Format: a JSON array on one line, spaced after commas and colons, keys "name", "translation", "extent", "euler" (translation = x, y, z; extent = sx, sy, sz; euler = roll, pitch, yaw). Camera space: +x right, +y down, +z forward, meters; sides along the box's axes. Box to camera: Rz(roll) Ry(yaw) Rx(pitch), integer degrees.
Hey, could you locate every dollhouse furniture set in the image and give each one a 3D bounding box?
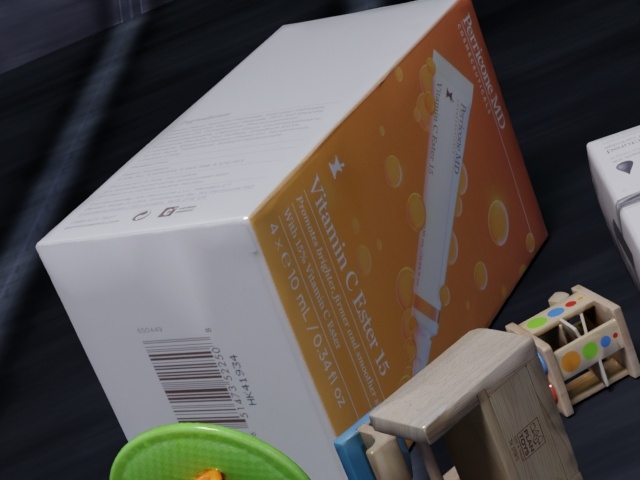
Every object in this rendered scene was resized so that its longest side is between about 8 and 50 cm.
[{"name": "dollhouse furniture set", "translation": [0.079, 0.120, 0.764], "extent": [0.129, 0.183, 0.129], "euler": [-36, 26, -31]}]

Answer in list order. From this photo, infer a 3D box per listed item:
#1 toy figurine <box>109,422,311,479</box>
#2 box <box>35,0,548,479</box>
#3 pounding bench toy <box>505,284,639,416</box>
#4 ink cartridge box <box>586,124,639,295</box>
[{"name": "toy figurine", "translation": [-0.091, 0.208, 0.845], "extent": [0.173, 0.130, 0.159], "euler": [-33, 22, 35]}, {"name": "box", "translation": [0.000, 0.000, 1.075], "extent": [0.168, 0.215, 0.345], "euler": [-6, 27, 33]}, {"name": "pounding bench toy", "translation": [0.151, 0.067, 0.996], "extent": [0.065, 0.052, 0.083], "euler": [-27, 23, -13]}, {"name": "ink cartridge box", "translation": [0.277, -0.015, 1.022], "extent": [0.159, 0.092, 0.218], "euler": [-19, 24, 7]}]
